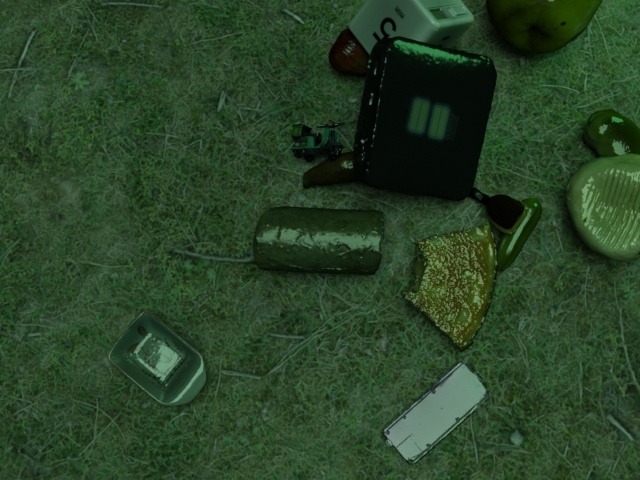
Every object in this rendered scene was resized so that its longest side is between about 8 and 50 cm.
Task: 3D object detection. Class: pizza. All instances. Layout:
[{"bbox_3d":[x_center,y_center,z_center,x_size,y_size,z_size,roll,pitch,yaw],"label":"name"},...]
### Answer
[{"bbox_3d":[0.311,0.098,1.707,0.223,0.089,0.323,14,78,-1],"label":"pizza"}]

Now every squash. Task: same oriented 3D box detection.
[{"bbox_3d":[0.484,-0.015,1.736,0.066,0.066,0.201,27,88,7],"label":"squash"}]

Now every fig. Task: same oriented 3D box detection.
[{"bbox_3d":[0.095,-0.473,1.811,0.153,0.119,0.119,36,83,9],"label":"fig"}]

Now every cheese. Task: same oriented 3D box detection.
[{"bbox_3d":[0.429,-0.085,1.734,0.162,0.036,0.086,39,98,38],"label":"cheese"}]

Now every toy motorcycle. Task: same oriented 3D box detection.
[{"bbox_3d":[-0.006,-0.249,1.763,0.173,0.058,0.100,4,82,43],"label":"toy motorcycle"}]

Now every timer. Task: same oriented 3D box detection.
[{"bbox_3d":[0.224,-0.540,1.743,0.192,0.195,0.194,-26,77,-44],"label":"timer"}]

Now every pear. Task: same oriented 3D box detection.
[{"bbox_3d":[0.558,-0.620,1.744,0.294,0.294,0.294,0,79,2],"label":"pear"}]

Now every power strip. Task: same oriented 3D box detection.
[{"bbox_3d":[0.276,0.411,1.674,0.279,0.037,0.109,-40,81,-5],"label":"power strip"}]

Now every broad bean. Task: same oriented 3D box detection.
[{"bbox_3d":[0.741,-0.251,1.764,0.174,0.082,0.124,42,86,-1],"label":"broad bean"}]

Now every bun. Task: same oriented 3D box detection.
[{"bbox_3d":[0.720,-0.088,1.689,0.259,0.160,0.259,0,91,24],"label":"bun"}]

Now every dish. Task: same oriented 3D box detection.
[{"bbox_3d":[-0.382,0.296,1.710,0.234,0.064,0.154,38,83,9],"label":"dish"}]

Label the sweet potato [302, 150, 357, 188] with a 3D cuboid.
[{"bbox_3d":[0.091,-0.175,1.765,0.286,0.112,0.085,-14,47,3],"label":"sweet potato"}]

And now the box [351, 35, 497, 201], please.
[{"bbox_3d":[0.251,-0.283,1.670,0.350,0.091,0.359,4,103,-30],"label":"box"}]

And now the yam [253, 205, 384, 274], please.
[{"bbox_3d":[0.000,0.000,1.700,0.304,0.168,0.168,3,79,4],"label":"yam"}]
